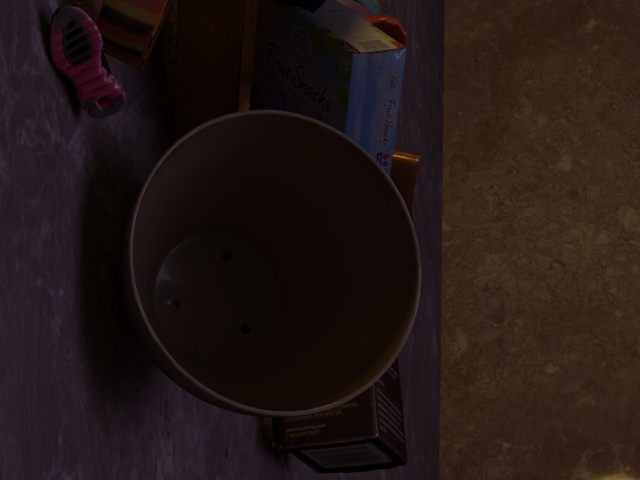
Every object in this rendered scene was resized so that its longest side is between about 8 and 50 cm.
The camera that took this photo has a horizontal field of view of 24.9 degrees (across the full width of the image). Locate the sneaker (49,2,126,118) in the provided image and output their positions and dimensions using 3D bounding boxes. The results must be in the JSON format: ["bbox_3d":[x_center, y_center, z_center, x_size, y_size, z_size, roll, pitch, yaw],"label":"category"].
[{"bbox_3d":[-0.208,-0.163,1.262,0.119,0.047,0.057,75,-6,-47],"label":"sneaker"}]

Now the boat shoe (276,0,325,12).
[{"bbox_3d":[-0.014,-0.315,1.477,0.340,0.127,0.158,-34,145,-81],"label":"boat shoe"}]

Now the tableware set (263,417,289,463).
[{"bbox_3d":[-0.055,0.210,1.922,0.141,0.020,0.169,38,49,-75],"label":"tableware set"}]

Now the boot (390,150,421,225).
[{"bbox_3d":[0.000,0.000,1.699,0.109,0.220,0.283,-77,175,-67],"label":"boot"}]

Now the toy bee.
[{"bbox_3d":[-0.134,-0.296,1.259,0.162,0.195,0.298,-106,-161,-81],"label":"toy bee"}]

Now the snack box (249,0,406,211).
[{"bbox_3d":[0.002,-0.153,1.505,0.207,0.070,0.174,43,-45,48],"label":"snack box"}]

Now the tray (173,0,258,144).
[{"bbox_3d":[-0.097,-0.303,1.525,0.203,0.076,0.411,-76,174,-57],"label":"tray"}]

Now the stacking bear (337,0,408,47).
[{"bbox_3d":[0.013,-0.337,2.114,0.289,0.175,0.164,-95,-160,-50],"label":"stacking bear"}]

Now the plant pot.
[{"bbox_3d":[-0.072,0.039,1.393,0.191,0.284,0.284,149,-57,-63],"label":"plant pot"}]

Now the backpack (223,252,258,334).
[{"bbox_3d":[-0.097,0.046,1.576,0.120,0.098,0.101,73,14,-45],"label":"backpack"}]

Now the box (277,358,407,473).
[{"bbox_3d":[0.019,0.107,1.955,0.191,0.143,0.381,52,33,-65],"label":"box"}]
